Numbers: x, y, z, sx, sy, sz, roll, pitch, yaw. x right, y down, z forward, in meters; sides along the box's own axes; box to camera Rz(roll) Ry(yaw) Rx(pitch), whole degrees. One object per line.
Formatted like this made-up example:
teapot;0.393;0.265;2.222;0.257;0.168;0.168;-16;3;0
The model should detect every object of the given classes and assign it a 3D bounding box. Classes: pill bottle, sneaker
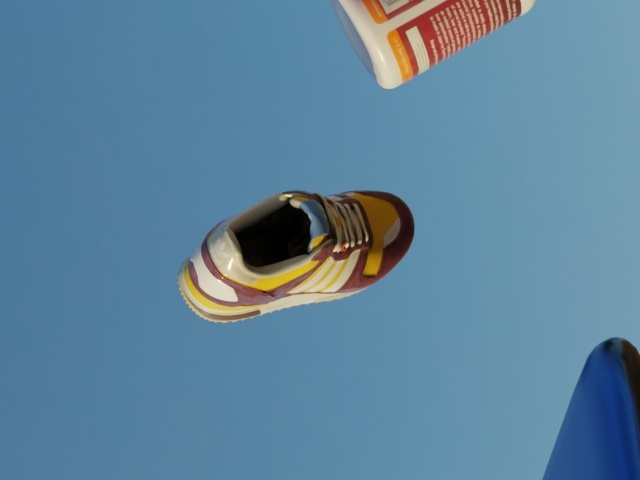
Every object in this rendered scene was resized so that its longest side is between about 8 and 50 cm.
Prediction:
pill bottle;0.088;-0.172;1.048;0.086;0.152;0.086;60;177;6
sneaker;0.000;0.000;1.022;0.185;0.084;0.069;-21;-105;-35

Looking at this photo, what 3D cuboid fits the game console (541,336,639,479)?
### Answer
game console;0.126;0.217;0.417;0.250;0.173;0.293;27;-139;-26
